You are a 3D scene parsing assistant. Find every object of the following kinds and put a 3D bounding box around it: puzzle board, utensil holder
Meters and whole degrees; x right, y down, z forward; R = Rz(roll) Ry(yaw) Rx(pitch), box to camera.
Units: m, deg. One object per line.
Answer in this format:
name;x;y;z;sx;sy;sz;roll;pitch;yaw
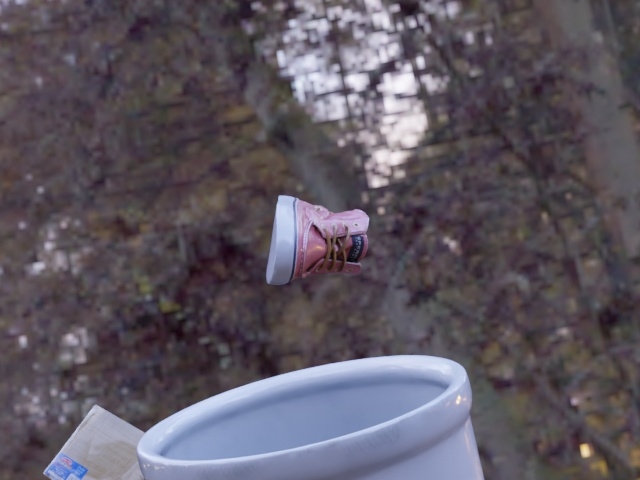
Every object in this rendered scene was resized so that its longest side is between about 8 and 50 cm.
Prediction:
puzzle board;-0.233;0.241;1.638;0.128;0.096;0.011;22;-22;40
utensil holder;0.020;0.342;1.465;0.327;0.386;0.327;-12;7;1

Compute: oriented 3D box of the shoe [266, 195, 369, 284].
shoe;0.000;0.000;1.250;0.081;0.064;0.178;9;11;-2
